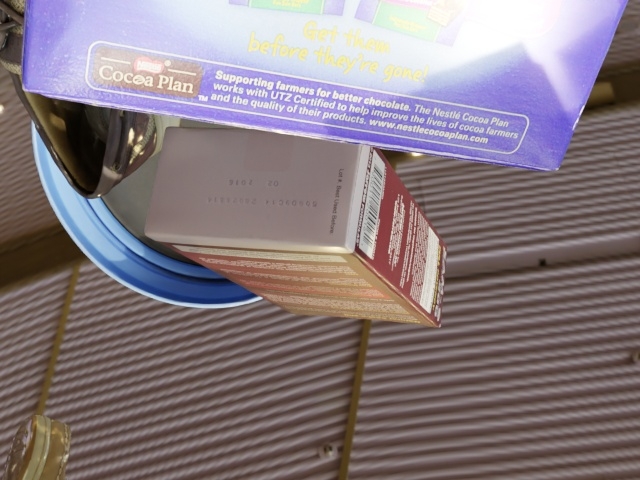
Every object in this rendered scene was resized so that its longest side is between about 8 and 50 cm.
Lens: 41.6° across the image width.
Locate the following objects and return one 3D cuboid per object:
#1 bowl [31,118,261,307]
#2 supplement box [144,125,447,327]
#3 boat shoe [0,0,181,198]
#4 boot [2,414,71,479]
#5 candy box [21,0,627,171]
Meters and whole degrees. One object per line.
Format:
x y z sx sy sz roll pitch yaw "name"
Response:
-0.143 -0.114 0.996 0.390 0.391 0.077 -3 -164 11 "bowl"
0.000 0.000 0.576 0.130 0.239 0.073 4 -105 20 "supplement box"
-0.157 -0.134 0.518 0.102 0.285 0.092 15 -123 13 "boat shoe"
-0.182 0.264 0.741 0.203 0.262 0.095 10 -151 -15 "boot"
0.026 -0.209 0.361 0.268 0.317 0.122 7 -150 -18 "candy box"
